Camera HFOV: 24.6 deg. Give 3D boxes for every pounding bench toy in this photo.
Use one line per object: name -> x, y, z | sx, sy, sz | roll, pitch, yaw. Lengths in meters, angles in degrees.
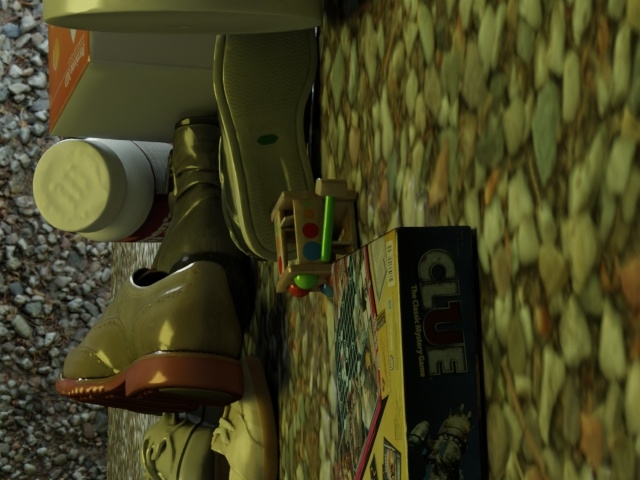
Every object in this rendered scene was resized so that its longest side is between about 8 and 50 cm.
pounding bench toy -> 0.000, 0.000, 0.994 | 0.083, 0.052, 0.065 | 122, 145, -69

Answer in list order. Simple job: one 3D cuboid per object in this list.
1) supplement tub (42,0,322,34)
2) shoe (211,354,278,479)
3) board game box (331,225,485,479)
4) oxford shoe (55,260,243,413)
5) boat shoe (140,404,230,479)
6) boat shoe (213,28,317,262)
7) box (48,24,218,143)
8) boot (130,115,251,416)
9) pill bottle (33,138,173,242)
supplement tub -> -0.093, -0.304, 0.997 | 0.228, 0.228, 0.316 | -164, 73, -78
shoe -> -0.073, 0.215, 1.342 | 0.076, 0.058, 0.219 | 161, 108, -78
board game box -> 0.046, 0.122, 0.803 | 0.165, 0.042, 0.243 | 150, 118, -77
oxford shoe -> -0.159, 0.095, 1.402 | 0.348, 0.123, 0.130 | -15, 68, 58
boat shoe -> -0.139, 0.215, 1.472 | 0.267, 0.088, 0.096 | -90, -5, -75
boat shoe -> -0.048, -0.100, 1.143 | 0.079, 0.084, 0.233 | -174, 82, -74
box -> -0.188, -0.300, 1.538 | 0.215, 0.168, 0.345 | 141, 127, -64
boot -> -0.141, 0.036, 1.589 | 0.338, 0.118, 0.223 | 123, 149, -50
pill bottle -> -0.224, -0.058, 1.669 | 0.221, 0.121, 0.121 | 0, -91, -67
